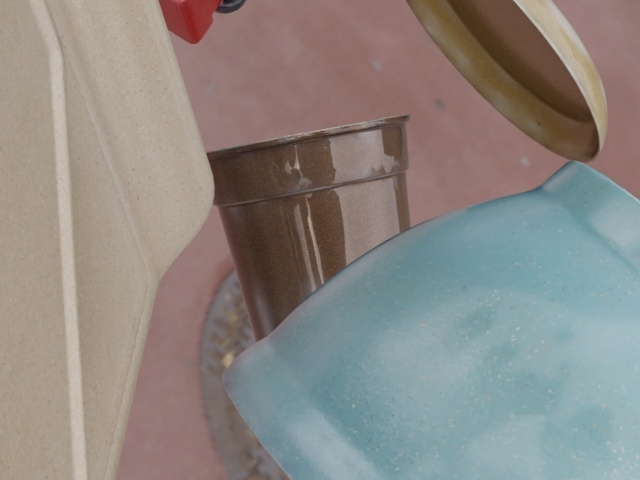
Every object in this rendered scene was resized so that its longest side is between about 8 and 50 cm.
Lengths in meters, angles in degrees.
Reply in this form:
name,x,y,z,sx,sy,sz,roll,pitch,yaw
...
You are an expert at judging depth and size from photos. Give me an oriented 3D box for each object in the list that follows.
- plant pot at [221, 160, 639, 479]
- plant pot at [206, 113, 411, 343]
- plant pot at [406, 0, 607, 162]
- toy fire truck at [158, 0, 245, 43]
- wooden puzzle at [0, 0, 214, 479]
name,x,y,z,sx,sy,sz,roll,pitch,yaw
plant pot,0.125,0.087,0.822,0.293,0.196,0.293,40,3,-3
plant pot,0.000,0.000,1.268,0.167,0.167,0.165,-13,94,-48
plant pot,0.138,-0.157,1.282,0.236,0.032,0.236,47,-7,8
toy fire truck,-0.077,-0.150,0.667,0.135,0.047,0.192,33,79,11
wooden puzzle,-0.086,-0.003,0.330,0.238,0.044,0.221,-76,158,-45
